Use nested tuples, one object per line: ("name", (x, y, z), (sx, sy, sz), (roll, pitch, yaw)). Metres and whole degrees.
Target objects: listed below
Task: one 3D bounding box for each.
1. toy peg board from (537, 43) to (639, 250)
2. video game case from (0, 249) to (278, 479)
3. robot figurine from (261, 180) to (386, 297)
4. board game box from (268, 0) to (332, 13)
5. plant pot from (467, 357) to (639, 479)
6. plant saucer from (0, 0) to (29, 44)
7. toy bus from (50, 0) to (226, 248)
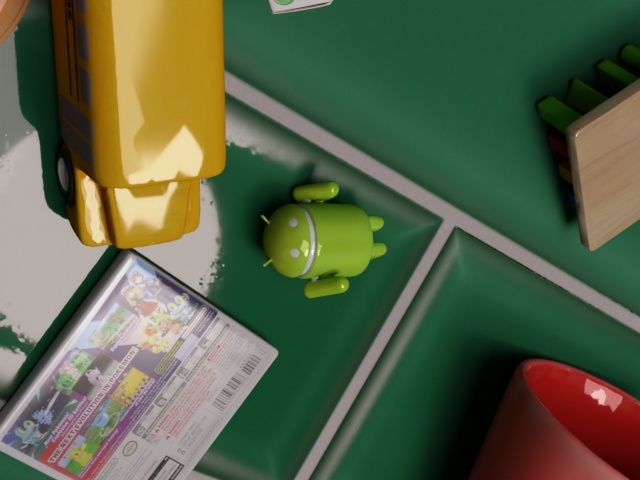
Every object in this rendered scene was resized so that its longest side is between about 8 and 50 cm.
("toy peg board", (0.295, -0.104, 1.236), (0.161, 0.079, 0.160), (-33, 136, -14))
("video game case", (-0.161, 0.133, 1.099), (0.183, 0.023, 0.201), (37, 89, -33))
("robot figurine", (0.000, 0.000, 1.109), (0.115, 0.067, 0.101), (0, 80, -28))
("board game box", (-0.033, -0.342, 0.905), (0.053, 0.193, 0.305), (-8, 119, 20))
("plant pot", (0.252, 0.292, 1.248), (0.275, 0.275, 0.243), (21, 108, -32))
("plant saucer", (-0.297, -0.209, 0.894), (0.200, 0.037, 0.200), (-10, 112, -25))
("toy bus", (-0.137, -0.153, 0.943), (0.108, 0.130, 0.332), (-9, 112, -25))
